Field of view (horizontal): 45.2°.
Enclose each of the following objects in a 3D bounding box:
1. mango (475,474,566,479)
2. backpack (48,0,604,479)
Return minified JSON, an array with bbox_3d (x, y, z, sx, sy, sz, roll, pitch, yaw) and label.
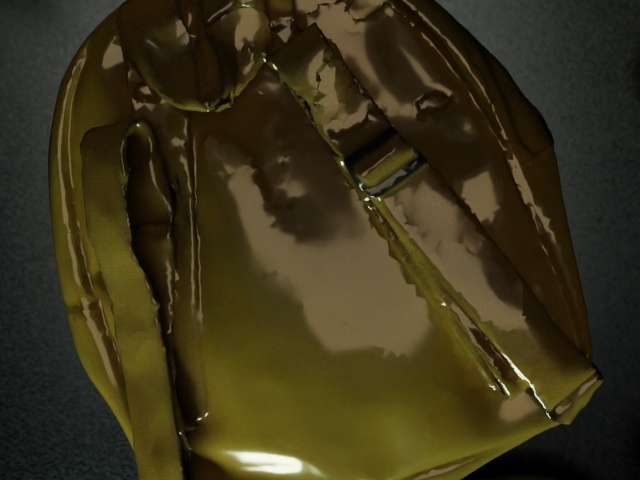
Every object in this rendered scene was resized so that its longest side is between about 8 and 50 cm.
[{"bbox_3d":[0.164,0.254,0.620,0.195,0.092,0.130,-5,100,8],"label":"mango"},{"bbox_3d":[0.002,0.001,0.519,0.354,0.201,0.377,-13,101,1],"label":"backpack"}]
